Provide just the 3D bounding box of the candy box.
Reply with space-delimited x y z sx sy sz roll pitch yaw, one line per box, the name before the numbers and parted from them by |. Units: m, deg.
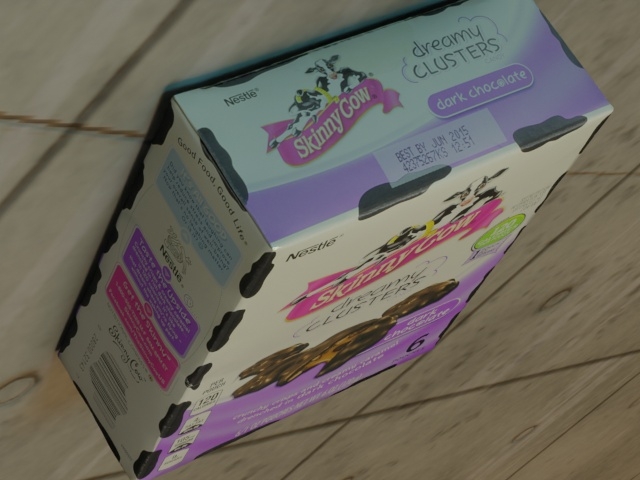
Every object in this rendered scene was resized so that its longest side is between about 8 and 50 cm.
candy box | 0.000 0.000 0.735 0.164 0.070 0.196 -22 159 -31
